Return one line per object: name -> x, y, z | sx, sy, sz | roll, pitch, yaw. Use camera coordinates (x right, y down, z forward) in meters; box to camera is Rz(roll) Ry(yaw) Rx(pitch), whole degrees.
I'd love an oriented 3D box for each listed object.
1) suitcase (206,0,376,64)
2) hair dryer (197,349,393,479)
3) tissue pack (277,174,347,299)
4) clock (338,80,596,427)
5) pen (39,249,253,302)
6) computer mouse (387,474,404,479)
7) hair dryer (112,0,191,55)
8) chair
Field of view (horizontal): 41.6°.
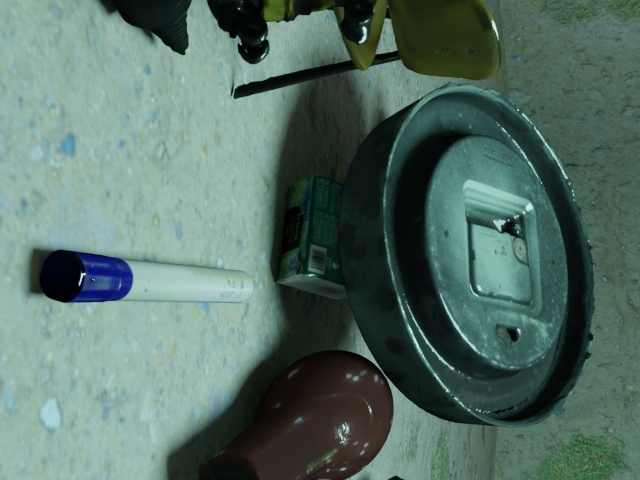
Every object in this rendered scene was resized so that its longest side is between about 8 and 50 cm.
suitcase -> -0.022, -0.260, 0.526 | 0.194, 0.143, 0.235 | 91, -15, -56
hair dryer -> -0.028, 0.287, 0.808 | 0.312, 0.123, 0.341 | -24, 123, -66
tissue pack -> -0.001, 0.001, 0.897 | 0.085, 0.079, 0.111 | 19, 67, -34
clock -> 0.177, 0.017, 0.946 | 0.386, 0.076, 0.386 | 13, 70, -40
pen -> -0.111, 0.030, 0.620 | 0.269, 0.033, 0.033 | 12, 79, -71
computer mouse -> 0.087, 0.461, 1.148 | 0.137, 0.086, 0.270 | 64, 23, -70
hair dryer -> -0.134, -0.233, 0.480 | 0.352, 0.107, 0.189 | 70, 24, -64
chair -> 0.026, -0.212, 0.692 | 0.159, 0.246, 0.172 | 63, 31, -56
